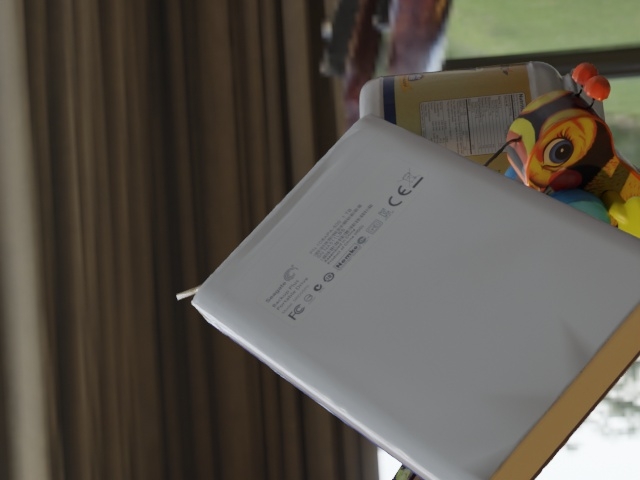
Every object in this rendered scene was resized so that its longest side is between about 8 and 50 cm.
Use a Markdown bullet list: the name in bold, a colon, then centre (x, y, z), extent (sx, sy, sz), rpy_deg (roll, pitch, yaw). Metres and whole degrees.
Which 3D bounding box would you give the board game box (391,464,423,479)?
- **board game box**: centre (0.180, 0.430, 1.610), extent (0.347, 0.208, 0.056), rpy_deg (37, 167, -17)

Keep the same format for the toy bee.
- **toy bee**: centre (0.224, -0.059, 1.196), extent (0.298, 0.162, 0.195), rpy_deg (10, -148, -46)

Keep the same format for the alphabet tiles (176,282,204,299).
- **alphabet tiles**: centre (0.000, 0.000, 1.293), extent (0.198, 0.009, 0.237), rpy_deg (-22, -179, -36)

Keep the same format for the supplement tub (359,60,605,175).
- **supplement tub**: centre (0.219, -0.121, 1.880), extent (0.316, 0.228, 0.228), rpy_deg (-5, 179, 6)

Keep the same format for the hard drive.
- **hard drive**: centre (0.072, 0.038, 0.986), extent (0.318, 0.210, 0.040), rpy_deg (31, 163, 46)
